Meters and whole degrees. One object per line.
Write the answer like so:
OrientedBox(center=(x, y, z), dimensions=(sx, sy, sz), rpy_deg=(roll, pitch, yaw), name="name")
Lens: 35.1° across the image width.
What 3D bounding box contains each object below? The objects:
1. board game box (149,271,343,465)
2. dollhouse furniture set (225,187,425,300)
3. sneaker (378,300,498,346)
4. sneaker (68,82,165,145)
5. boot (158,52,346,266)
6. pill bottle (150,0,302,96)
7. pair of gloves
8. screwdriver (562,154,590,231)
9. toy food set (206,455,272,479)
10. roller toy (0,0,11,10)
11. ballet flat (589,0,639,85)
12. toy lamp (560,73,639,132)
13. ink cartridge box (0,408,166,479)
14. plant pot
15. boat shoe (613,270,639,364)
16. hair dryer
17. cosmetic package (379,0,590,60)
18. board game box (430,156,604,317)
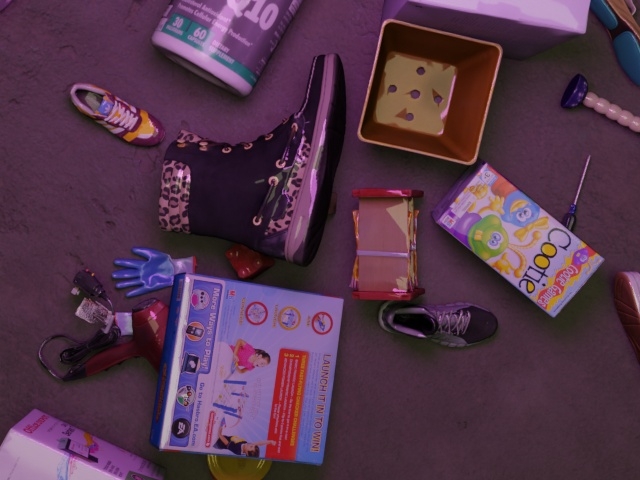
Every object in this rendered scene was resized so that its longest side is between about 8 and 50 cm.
OrientedBox(center=(-0.129, 0.230, 1.808), dimensions=(0.302, 0.086, 0.308), rpy_deg=(11, 83, -21), name="board game box")
OrientedBox(center=(0.000, 0.000, 1.863), dimensions=(0.374, 0.152, 0.201), rpy_deg=(2, 92, 13), name="dollhouse furniture set")
OrientedBox(center=(0.225, 0.158, 1.868), dimensions=(0.229, 0.132, 0.086), rpy_deg=(4, 91, -4), name="sneaker")
OrientedBox(center=(-0.372, -0.227, 1.840), dimensions=(0.186, 0.084, 0.069), rpy_deg=(25, 90, -4), name="sneaker")
OrientedBox(center=(-0.113, -0.156, 1.757), dimensions=(0.284, 0.138, 0.377), rpy_deg=(8, 83, 14), name="boot")
OrientedBox(center=(-0.130, -0.455, 1.792), dimensions=(0.204, 0.204, 0.361), rpy_deg=(28, 89, -4), name="pill bottle")
OrientedBox(center=(-0.307, 0.111, 1.884), dimensions=(0.159, 0.023, 0.198), rpy_deg=(-1, 91, -4), name="pair of gloves")
OrientedBox(center=(0.487, -0.083, 1.933), dimensions=(0.025, 0.024, 0.169), rpy_deg=(11, 94, -33), name="screwdriver")
OrientedBox(center=(-0.157, 0.383, 1.874), dimensions=(0.128, 0.071, 0.217), rpy_deg=(2, 85, -21), name="toy food set")
OrientedBox(center=(-0.629, -0.496, 1.784), dimensions=(0.209, 0.146, 0.191), rpy_deg=(-31, 94, -3), name="roller toy")
OrientedBox(center=(0.580, -0.405, 1.910), dimensions=(0.073, 0.080, 0.232), rpy_deg=(-33, 95, -18), name="ballet flat")
OrientedBox(center=(0.591, -0.222, 1.913), dimensions=(0.275, 0.080, 0.080), rpy_deg=(24, 90, -4), name="toy lamp")
OrientedBox(center=(-0.428, 0.419, 1.793), dimensions=(0.278, 0.201, 0.117), rpy_deg=(26, 89, -4), name="ink cartridge box")
OrientedBox(center=(0.184, -0.265, 1.821), dimensions=(0.212, 0.187, 0.212), rpy_deg=(12, 97, -4), name="plant pot")
OrientedBox(center=(0.640, 0.172, 1.920), dimensions=(0.096, 0.098, 0.277), rpy_deg=(-24, 102, -4), name="boat shoe")
OrientedBox(center=(-0.352, 0.195, 1.858), dimensions=(0.294, 0.080, 0.223), rpy_deg=(28, 112, 3), name="hair dryer")
OrientedBox(center=(0.266, -0.396, 1.734), dimensions=(0.285, 0.377, 0.097), rpy_deg=(7, 93, -5), name="cosmetic package")
OrientedBox(center=(0.357, -0.010, 1.858), dimensions=(0.275, 0.144, 0.142), rpy_deg=(39, 98, -5), name="board game box")
